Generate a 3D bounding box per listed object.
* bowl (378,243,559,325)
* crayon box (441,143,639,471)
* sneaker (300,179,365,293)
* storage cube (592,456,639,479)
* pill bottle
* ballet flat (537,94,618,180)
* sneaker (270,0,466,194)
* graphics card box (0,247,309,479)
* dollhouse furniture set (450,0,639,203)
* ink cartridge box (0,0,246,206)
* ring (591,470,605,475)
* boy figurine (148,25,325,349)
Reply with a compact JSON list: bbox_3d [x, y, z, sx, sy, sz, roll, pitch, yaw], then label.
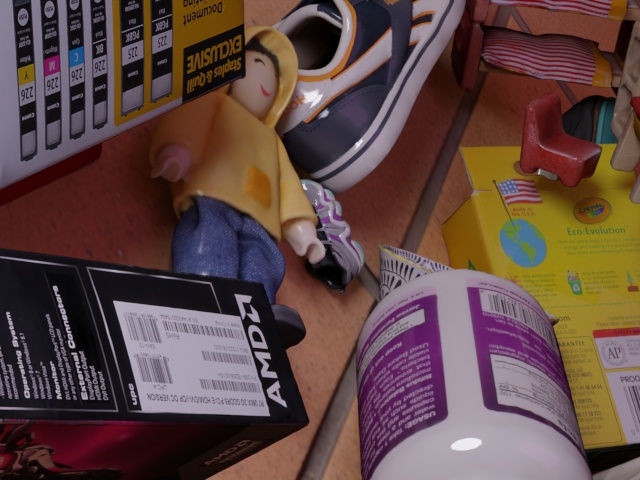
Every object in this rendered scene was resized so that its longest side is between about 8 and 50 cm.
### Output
[{"bbox_3d":[0.114,0.071,1.376,0.170,0.170,0.080,19,95,-50],"label":"bowl"},{"bbox_3d":[0.243,0.062,1.523,0.202,0.081,0.319,-1,65,-24],"label":"crayon box"},{"bbox_3d":[0.000,0.000,1.322,0.098,0.038,0.069,54,30,-15],"label":"sneaker"},{"bbox_3d":[0.277,0.316,1.358,0.193,0.183,0.215,59,30,-7],"label":"storage cube"},{"bbox_3d":[0.114,0.165,1.181,0.169,0.169,0.301,48,20,-24],"label":"pill bottle"},{"bbox_3d":[0.276,-0.031,1.705,0.095,0.096,0.280,41,49,-35],"label":"ballet flat"},{"bbox_3d":[0.036,-0.187,1.419,0.127,0.126,0.321,44,40,-17],"label":"sneaker"},{"bbox_3d":[-0.206,0.090,0.739,0.371,0.232,0.094,9,55,-55],"label":"graphics card box"},{"bbox_3d":[0.259,-0.180,1.566,0.374,0.201,0.152,-98,-165,-65],"label":"dollhouse furniture set"},{"bbox_3d":[-0.168,-0.137,0.968,0.309,0.130,0.272,-37,130,-59],"label":"ink cartridge box"},{"bbox_3d":[0.390,0.293,1.705,0.336,0.032,0.337,38,37,-37],"label":"ring"},{"bbox_3d":[-0.058,-0.043,1.217,0.177,0.092,0.285,35,43,-36],"label":"boy figurine"}]
